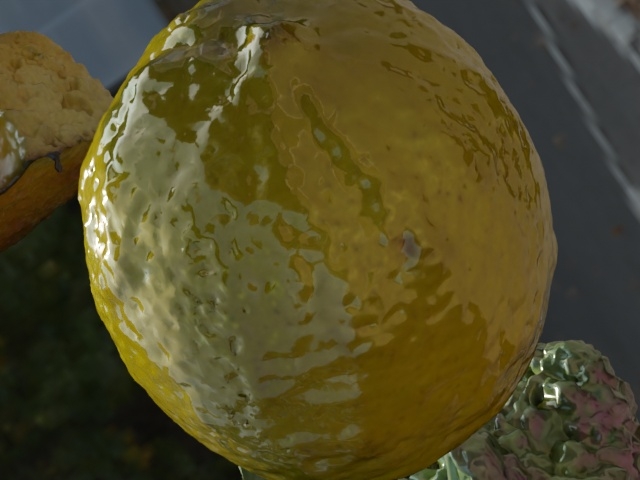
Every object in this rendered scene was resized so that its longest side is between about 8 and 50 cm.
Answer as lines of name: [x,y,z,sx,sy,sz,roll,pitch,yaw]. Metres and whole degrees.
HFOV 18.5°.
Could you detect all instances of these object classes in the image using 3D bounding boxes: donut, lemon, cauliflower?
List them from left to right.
donut: [-0.240,-0.024,1.130,0.101,0.152,0.259,51,-142,10]
lemon: [-0.001,-0.001,0.731,0.180,0.180,0.193,55,-175,26]
cauliflower: [0.044,0.169,0.934,0.315,0.256,0.239,16,114,49]

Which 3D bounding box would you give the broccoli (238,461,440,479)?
broccoli: [0.012,0.150,1.112,0.138,0.146,0.162,34,-154,-47]
